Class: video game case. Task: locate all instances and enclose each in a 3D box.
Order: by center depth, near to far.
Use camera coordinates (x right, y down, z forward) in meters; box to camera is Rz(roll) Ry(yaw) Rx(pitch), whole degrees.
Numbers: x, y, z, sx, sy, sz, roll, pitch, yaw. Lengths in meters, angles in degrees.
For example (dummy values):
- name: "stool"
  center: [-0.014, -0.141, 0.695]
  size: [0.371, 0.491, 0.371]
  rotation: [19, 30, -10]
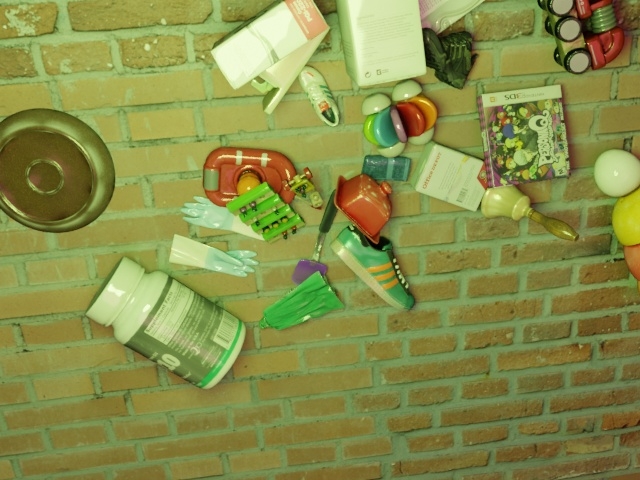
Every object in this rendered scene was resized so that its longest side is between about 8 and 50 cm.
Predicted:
- name: "video game case"
  center: [0.501, -0.255, 1.609]
  size: [0.210, 0.042, 0.232]
  rotation: [-8, 93, -9]

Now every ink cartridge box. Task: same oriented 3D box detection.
- name: "ink cartridge box"
  center: [-0.105, -0.405, 1.300]
  size: [0.217, 0.159, 0.092]
  rotation: [-34, 112, 7]
- name: "ink cartridge box"
  center: [0.332, -0.165, 1.653]
  size: [0.175, 0.072, 0.128]
  rotation: [18, 108, -13]

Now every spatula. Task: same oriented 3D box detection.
- name: "spatula"
  center: [0.000, 0.000, 1.703]
  size: [0.084, 0.030, 0.297]
  rotation: [14, 109, -12]

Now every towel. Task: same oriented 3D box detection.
- name: "towel"
  center: [0.165, -0.181, 1.646]
  size: [0.119, 0.029, 0.067]
  rotation: [2, 124, -7]

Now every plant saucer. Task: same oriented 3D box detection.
- name: "plant saucer"
  center: [-0.652, -0.156, 1.560]
  size: [0.310, 0.050, 0.311]
  rotation: [-2, 111, -6]

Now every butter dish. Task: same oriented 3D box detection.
- name: "butter dish"
  center: [0.124, -0.100, 1.598]
  size: [0.118, 0.160, 0.160]
  rotation: [-37, 112, 27]

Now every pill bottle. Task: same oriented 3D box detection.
- name: "pill bottle"
  center: [-0.386, 0.205, 1.648]
  size: [0.361, 0.204, 0.204]
  rotation: [35, 104, -17]

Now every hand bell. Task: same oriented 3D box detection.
- name: "hand bell"
  center: [0.528, -0.061, 1.610]
  size: [0.126, 0.242, 0.126]
  rotation: [-21, 129, -29]

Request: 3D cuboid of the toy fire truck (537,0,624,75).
- name: "toy fire truck"
  center: [0.654, -0.532, 1.521]
  size: [0.246, 0.158, 0.217]
  rotation: [-21, 112, 13]

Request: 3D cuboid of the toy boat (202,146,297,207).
- name: "toy boat"
  center: [-0.167, -0.137, 1.565]
  size: [0.230, 0.151, 0.151]
  rotation: [3, 112, -7]

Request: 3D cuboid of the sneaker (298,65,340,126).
- name: "sneaker"
  center: [0.002, -0.338, 1.546]
  size: [0.057, 0.075, 0.161]
  rotation: [-29, 112, 5]

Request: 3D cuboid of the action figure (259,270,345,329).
- name: "action figure"
  center: [-0.068, 0.176, 1.749]
  size: [0.232, 0.063, 0.137]
  rotation: [-29, 113, 12]

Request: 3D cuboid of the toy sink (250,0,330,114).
- name: "toy sink"
  center: [-0.105, -0.423, 1.460]
  size: [0.131, 0.153, 0.234]
  rotation: [33, 106, -17]

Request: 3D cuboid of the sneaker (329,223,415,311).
- name: "sneaker"
  center: [0.165, 0.068, 1.709]
  size: [0.121, 0.108, 0.302]
  rotation: [-45, 115, 6]

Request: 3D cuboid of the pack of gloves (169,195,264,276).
- name: "pack of gloves"
  center: [-0.255, -0.002, 1.667]
  size: [0.231, 0.046, 0.195]
  rotation: [12, 111, -11]

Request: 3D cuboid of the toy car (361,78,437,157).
- name: "toy car"
  center: [0.192, -0.282, 1.557]
  size: [0.181, 0.136, 0.159]
  rotation: [-23, 113, 3]

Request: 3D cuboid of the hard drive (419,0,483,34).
- name: "hard drive"
  center: [0.236, -0.592, 1.481]
  size: [0.338, 0.064, 0.237]
  rotation: [-34, 111, 8]

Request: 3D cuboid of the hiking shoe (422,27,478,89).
- name: "hiking shoe"
  center: [0.289, -0.444, 1.505]
  size: [0.114, 0.086, 0.226]
  rotation: [-59, 145, 4]

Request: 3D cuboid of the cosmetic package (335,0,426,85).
- name: "cosmetic package"
  center: [0.106, -0.526, 1.354]
  size: [0.155, 0.197, 0.366]
  rotation: [-10, 114, -2]

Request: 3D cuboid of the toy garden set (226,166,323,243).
- name: "toy garden set"
  center: [-0.080, -0.071, 1.563]
  size: [0.203, 0.049, 0.244]
  rotation: [-28, 155, 9]

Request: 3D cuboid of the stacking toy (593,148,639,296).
- name: "stacking toy"
  center: [0.883, -0.045, 1.685]
  size: [0.350, 0.350, 0.480]
  rotation: [-37, 93, 9]
